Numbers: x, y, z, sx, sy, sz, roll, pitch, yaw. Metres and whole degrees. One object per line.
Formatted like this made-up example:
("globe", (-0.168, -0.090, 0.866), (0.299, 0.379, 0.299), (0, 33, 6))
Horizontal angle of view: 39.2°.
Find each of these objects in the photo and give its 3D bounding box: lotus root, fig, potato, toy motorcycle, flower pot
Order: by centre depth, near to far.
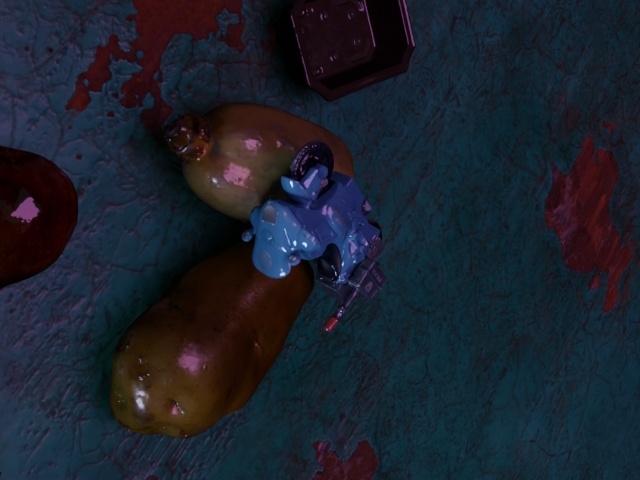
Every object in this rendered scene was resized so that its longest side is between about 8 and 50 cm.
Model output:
("fig", (-0.376, -0.005, 1.043), (0.175, 0.175, 0.207), (1, 107, -42))
("toy motorcycle", (0.000, 0.000, 1.236), (0.182, 0.123, 0.272), (-53, 139, -14))
("potato", (-0.138, 0.128, 1.258), (0.195, 0.176, 0.369), (47, 55, -4))
("lotus root", (-0.089, -0.109, 1.288), (0.342, 0.151, 0.169), (15, 98, -41))
("flower pot", (0.031, -0.328, 1.426), (0.250, 0.084, 0.179), (-27, 111, -36))
